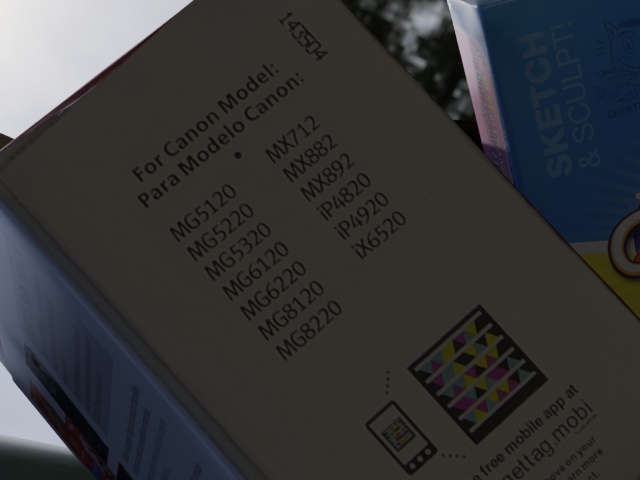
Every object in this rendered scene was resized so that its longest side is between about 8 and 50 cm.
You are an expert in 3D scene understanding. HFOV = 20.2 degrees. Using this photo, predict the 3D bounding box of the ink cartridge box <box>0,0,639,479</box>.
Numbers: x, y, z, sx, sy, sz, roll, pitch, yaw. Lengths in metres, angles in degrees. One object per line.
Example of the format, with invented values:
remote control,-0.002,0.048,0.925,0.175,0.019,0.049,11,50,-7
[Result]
ink cartridge box,-0.033,0.031,0.675,0.130,0.309,0.272,-40,-97,-16

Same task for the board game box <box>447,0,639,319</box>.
board game box,0.217,0.000,0.910,0.242,0.316,0.064,-17,-165,-7

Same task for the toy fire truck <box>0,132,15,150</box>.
toy fire truck,-0.292,-0.160,1.393,0.158,0.246,0.217,10,-122,0

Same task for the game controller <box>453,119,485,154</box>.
game controller,0.000,0.000,1.045,0.319,0.067,0.166,1,-111,-20

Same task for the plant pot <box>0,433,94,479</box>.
plant pot,-0.220,0.236,0.968,0.334,0.341,0.341,23,-149,-32
